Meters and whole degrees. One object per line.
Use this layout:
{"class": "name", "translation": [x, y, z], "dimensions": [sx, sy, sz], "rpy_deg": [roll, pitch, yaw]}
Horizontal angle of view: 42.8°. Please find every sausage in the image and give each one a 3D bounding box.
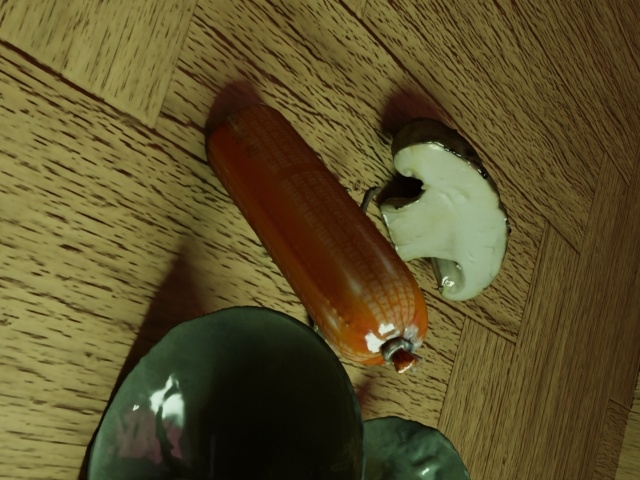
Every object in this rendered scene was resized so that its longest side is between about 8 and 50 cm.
{"class": "sausage", "translation": [0.000, 0.000, 0.704], "dimensions": [0.093, 0.312, 0.093], "rpy_deg": [-20, 137, -19]}

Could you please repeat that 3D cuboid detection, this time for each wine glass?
{"class": "wine glass", "translation": [-0.004, 0.242, 0.822], "dimensions": [0.406, 0.267, 0.267], "rpy_deg": [39, 66, -58]}

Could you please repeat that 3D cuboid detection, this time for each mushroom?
{"class": "mushroom", "translation": [0.167, -0.059, 1.101], "dimensions": [0.151, 0.156, 0.285], "rpy_deg": [-85, 159, -48]}

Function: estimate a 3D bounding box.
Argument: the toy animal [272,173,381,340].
{"class": "toy animal", "translation": [0.018, 0.027, 0.933], "dimensions": [0.214, 0.094, 0.185], "rpy_deg": [12, 84, -48]}
